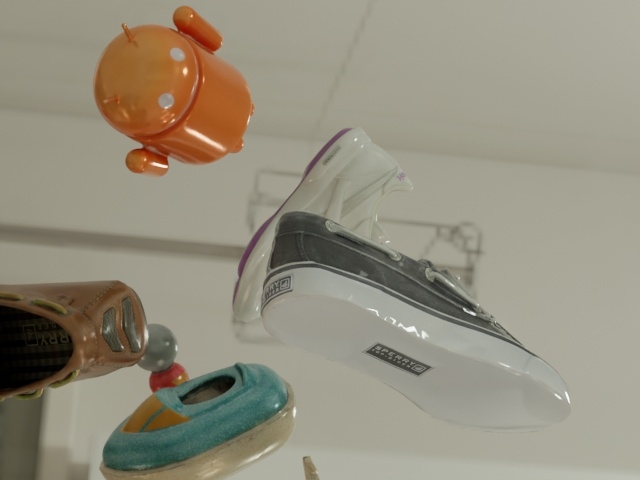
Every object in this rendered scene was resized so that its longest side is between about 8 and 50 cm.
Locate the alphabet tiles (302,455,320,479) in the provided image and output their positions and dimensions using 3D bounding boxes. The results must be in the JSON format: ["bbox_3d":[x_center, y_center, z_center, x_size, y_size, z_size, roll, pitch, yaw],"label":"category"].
[{"bbox_3d":[0.019,0.405,1.777,0.284,0.021,0.277,-126,-154,-76],"label":"alphabet tiles"}]

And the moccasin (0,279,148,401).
[{"bbox_3d":[-0.362,0.122,1.619,0.147,0.380,0.139,-16,101,-54],"label":"moccasin"}]

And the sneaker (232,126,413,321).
[{"bbox_3d":[0.000,0.000,2.028,0.305,0.152,0.114,-52,177,5],"label":"sneaker"}]

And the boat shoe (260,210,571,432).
[{"bbox_3d":[0.082,0.065,1.196,0.108,0.301,0.102,-36,-140,43],"label":"boat shoe"}]

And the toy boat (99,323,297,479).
[{"bbox_3d":[-0.183,0.216,2.003,0.148,0.268,0.318,69,-11,-19],"label":"toy boat"}]

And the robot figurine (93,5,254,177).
[{"bbox_3d":[-0.159,-0.155,1.632,0.219,0.158,0.128,26,29,-58],"label":"robot figurine"}]
